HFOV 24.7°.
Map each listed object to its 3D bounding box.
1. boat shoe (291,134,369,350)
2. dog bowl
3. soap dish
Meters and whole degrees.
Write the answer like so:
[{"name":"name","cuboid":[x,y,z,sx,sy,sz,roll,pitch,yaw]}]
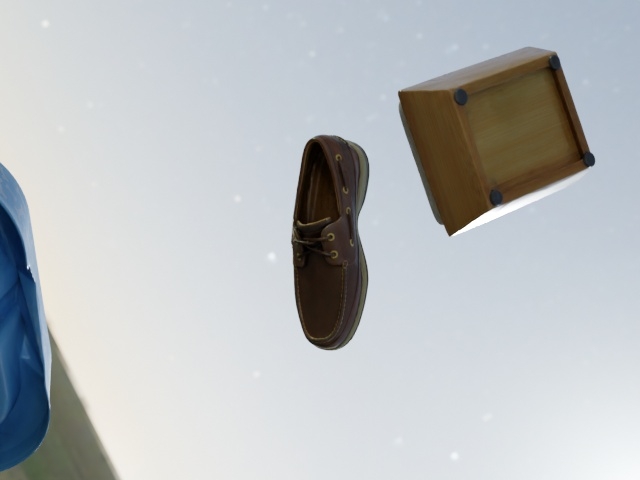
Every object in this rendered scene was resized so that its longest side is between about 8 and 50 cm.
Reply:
[{"name":"boat shoe","cuboid":[0.000,0.000,1.192,0.060,0.064,0.178,20,71,-60]},{"name":"dog bowl","cuboid":[-0.296,0.050,1.155,0.074,0.166,0.297,-84,173,-59]},{"name":"soap dish","cuboid":[0.271,-0.157,2.194,0.118,0.291,0.229,-14,-83,53]}]
